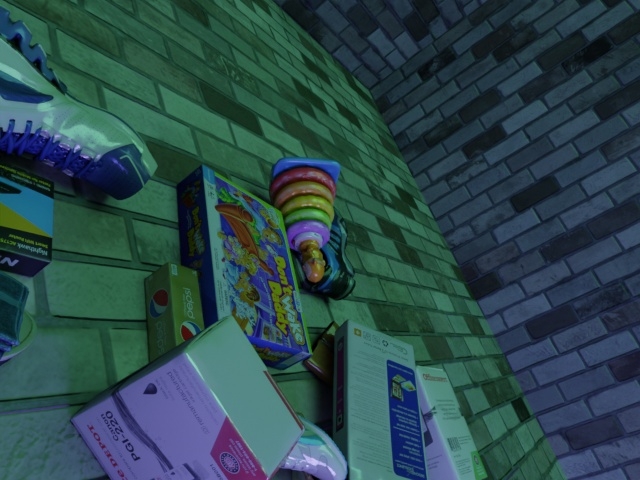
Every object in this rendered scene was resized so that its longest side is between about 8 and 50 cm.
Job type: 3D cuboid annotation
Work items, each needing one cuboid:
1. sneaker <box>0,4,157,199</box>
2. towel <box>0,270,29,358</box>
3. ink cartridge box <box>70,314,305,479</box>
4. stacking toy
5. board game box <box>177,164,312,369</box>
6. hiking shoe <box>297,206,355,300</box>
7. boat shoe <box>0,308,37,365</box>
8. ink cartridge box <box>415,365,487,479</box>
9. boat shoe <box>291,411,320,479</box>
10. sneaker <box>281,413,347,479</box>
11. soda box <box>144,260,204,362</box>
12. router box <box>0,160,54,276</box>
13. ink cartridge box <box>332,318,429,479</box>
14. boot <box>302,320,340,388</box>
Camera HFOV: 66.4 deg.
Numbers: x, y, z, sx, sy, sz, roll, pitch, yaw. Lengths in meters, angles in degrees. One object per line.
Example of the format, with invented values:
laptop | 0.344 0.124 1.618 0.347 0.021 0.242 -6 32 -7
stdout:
sneaker | -0.398 -0.148 0.660 0.315 0.127 0.182 47 36 -27
towel | -0.324 0.063 0.476 0.067 0.029 0.119 44 2 -33
ink cartridge box | -0.154 0.207 0.553 0.159 0.217 0.092 57 29 -1
stacking toy | -0.031 -0.034 1.119 0.165 0.175 0.302 1 54 -12
board game box | -0.148 0.051 0.927 0.233 0.078 0.347 30 36 -46
hiking shoe | 0.000 0.000 1.232 0.132 0.113 0.304 25 37 -45
boat shoe | -0.354 0.115 0.439 0.095 0.079 0.254 41 5 -10
ink cartridge box | 0.276 0.461 1.197 0.198 0.114 0.273 25 40 -51
boat shoe | -0.024 0.356 0.833 0.050 0.045 0.135 33 34 -44
sneaker | -0.061 0.312 0.749 0.228 0.087 0.092 38 50 -4
soda box | -0.215 0.127 0.726 0.058 0.061 0.181 29 36 -48
router box | -0.411 -0.043 0.572 0.179 0.046 0.133 27 39 -50
ink cartridge box | 0.112 0.337 0.939 0.175 0.069 0.371 25 37 -19
boot | 0.076 0.332 1.007 0.280 0.096 0.264 47 38 -8
